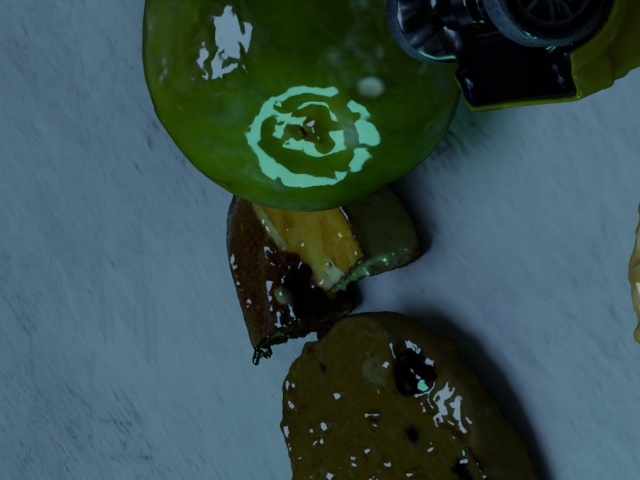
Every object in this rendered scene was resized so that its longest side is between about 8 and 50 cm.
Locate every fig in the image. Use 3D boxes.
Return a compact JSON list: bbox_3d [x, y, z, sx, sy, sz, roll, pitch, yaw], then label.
[{"bbox_3d":[-0.018,-0.149,1.101,0.314,0.233,0.233,-105,10,-72],"label":"fig"}]

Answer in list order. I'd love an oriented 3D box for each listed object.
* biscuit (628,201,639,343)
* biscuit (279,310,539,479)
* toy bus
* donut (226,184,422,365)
[{"bbox_3d":[0.252,0.025,0.836,0.204,0.040,0.309,51,142,37],"label":"biscuit"},{"bbox_3d":[0.074,0.195,1.180,0.296,0.075,0.295,23,120,49],"label":"biscuit"},{"bbox_3d":[0.087,-0.237,0.741,0.331,0.151,0.145,71,164,-9],"label":"toy bus"},{"bbox_3d":[0.000,0.000,1.213,0.217,0.085,0.141,-37,70,58],"label":"donut"}]
